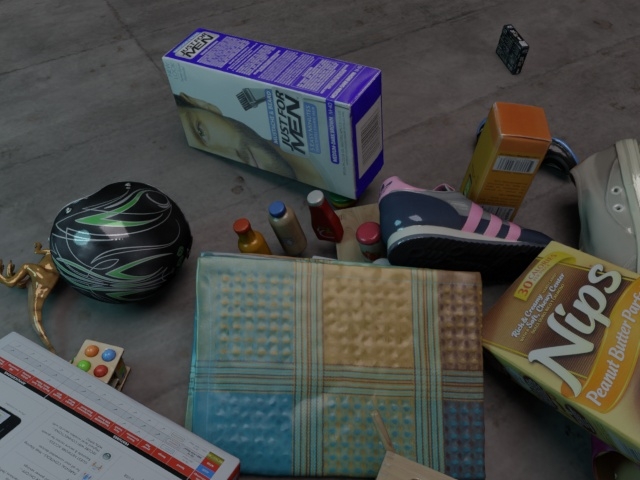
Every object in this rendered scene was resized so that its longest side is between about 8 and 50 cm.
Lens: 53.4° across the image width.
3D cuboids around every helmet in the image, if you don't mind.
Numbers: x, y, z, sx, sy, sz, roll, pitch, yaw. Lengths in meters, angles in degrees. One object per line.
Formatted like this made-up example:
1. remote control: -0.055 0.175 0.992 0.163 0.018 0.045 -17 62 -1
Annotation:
1. helmet: -0.278 0.008 0.878 0.169 0.169 0.161 27 37 16

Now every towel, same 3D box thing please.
1. towel: 0.022 0.157 0.803 0.371 0.040 0.271 4 77 -4

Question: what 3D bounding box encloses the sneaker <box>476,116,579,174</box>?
1. sneaker: 0.367 -0.157 1.143 0.188 0.067 0.078 25 74 12

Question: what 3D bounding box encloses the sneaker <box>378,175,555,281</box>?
1. sneaker: 0.220 -0.022 0.918 0.319 0.112 0.131 10 52 -34

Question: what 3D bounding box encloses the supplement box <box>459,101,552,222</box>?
1. supplement box: 0.266 -0.091 0.961 0.080 0.233 0.078 7 51 -4

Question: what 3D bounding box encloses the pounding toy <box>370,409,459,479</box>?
1. pounding toy: 0.097 0.285 0.705 0.141 0.130 0.100 21 45 11

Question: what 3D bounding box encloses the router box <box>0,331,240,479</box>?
1. router box: -0.302 0.268 0.642 0.336 0.082 0.301 25 33 15

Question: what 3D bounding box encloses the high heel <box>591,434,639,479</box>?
1. high heel: 0.318 0.326 0.697 0.182 0.127 0.377 2 51 -8

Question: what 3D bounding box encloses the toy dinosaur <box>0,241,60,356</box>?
1. toy dinosaur: -0.393 0.058 0.890 0.112 0.064 0.211 6 51 -2

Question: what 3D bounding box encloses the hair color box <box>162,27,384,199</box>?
1. hair color box: -0.073 -0.206 1.021 0.339 0.185 0.110 21 53 24

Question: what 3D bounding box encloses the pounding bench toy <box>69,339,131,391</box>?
1. pounding bench toy: -0.296 0.162 0.812 0.083 0.065 0.052 12 51 5

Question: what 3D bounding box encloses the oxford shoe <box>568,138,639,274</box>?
1. oxford shoe: 0.453 0.048 0.945 0.130 0.169 0.449 -18 51 33

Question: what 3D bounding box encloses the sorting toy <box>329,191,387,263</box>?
1. sorting toy: 0.092 0.014 0.965 0.132 0.046 0.274 -10 51 5

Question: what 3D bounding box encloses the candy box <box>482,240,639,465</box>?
1. candy box: 0.352 0.135 0.756 0.183 0.087 0.316 -46 34 -8

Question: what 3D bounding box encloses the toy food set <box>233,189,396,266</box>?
1. toy food set: 0.000 0.000 0.900 0.232 0.104 0.111 10 58 25

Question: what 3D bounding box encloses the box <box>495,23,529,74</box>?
1. box: 0.399 -0.398 1.328 0.018 0.067 0.083 -11 52 -12
